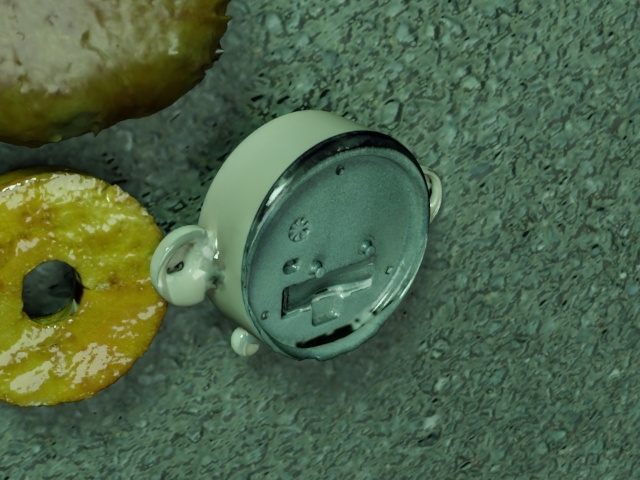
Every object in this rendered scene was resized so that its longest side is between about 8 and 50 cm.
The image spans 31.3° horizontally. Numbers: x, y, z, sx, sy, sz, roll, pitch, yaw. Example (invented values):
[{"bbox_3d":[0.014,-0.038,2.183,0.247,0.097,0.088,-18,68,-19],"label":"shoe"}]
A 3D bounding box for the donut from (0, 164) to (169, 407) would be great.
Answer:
[{"bbox_3d":[-0.163,0.023,0.685,0.152,0.058,0.152,-9,114,-20],"label":"donut"}]

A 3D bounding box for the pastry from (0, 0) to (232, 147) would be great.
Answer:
[{"bbox_3d":[-0.143,-0.154,0.600,0.229,0.100,0.218,33,91,-25],"label":"pastry"}]

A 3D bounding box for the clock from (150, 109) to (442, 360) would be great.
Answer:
[{"bbox_3d":[0.000,0.000,0.722,0.229,0.063,0.156,-15,118,-34],"label":"clock"}]
